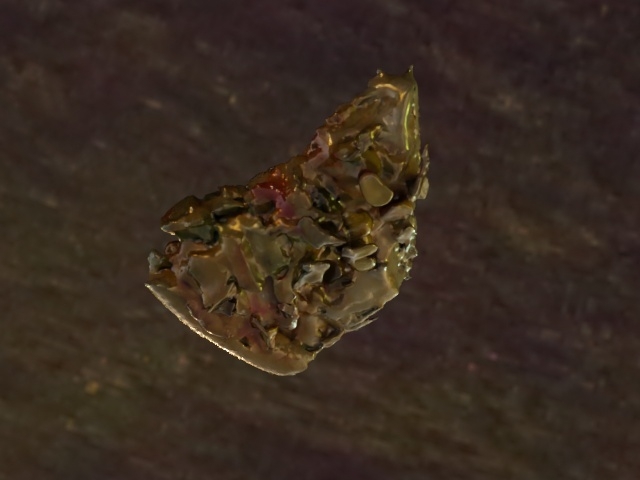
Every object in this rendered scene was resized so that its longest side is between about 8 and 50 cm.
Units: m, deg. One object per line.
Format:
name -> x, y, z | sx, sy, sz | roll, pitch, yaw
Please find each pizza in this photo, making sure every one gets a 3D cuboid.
pizza -> 0.000, 0.000, 1.102 | 0.226, 0.069, 0.147 | -32, 111, 7
